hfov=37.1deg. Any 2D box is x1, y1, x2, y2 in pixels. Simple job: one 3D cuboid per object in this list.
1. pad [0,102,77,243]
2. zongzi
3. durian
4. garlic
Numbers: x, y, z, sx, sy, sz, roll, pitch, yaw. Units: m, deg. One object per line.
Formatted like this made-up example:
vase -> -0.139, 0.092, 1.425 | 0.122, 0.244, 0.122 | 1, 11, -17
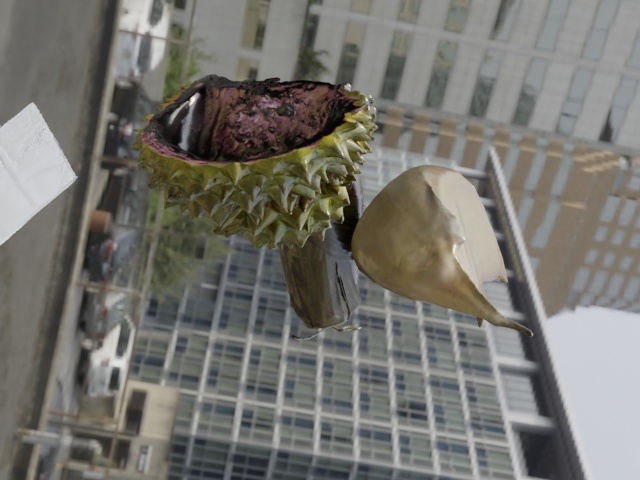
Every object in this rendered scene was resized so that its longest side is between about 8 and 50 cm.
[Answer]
pad -> -0.406, -0.080, 1.257 | 0.156, 0.004, 0.232 | -44, 165, -15
zongzi -> 0.000, 0.000, 1.120 | 0.241, 0.111, 0.247 | -85, 172, -89
durian -> -0.043, -0.032, 0.599 | 0.119, 0.187, 0.108 | -38, 125, -31
garlic -> 0.137, 0.005, 1.040 | 0.151, 0.196, 0.338 | -63, 177, 8
